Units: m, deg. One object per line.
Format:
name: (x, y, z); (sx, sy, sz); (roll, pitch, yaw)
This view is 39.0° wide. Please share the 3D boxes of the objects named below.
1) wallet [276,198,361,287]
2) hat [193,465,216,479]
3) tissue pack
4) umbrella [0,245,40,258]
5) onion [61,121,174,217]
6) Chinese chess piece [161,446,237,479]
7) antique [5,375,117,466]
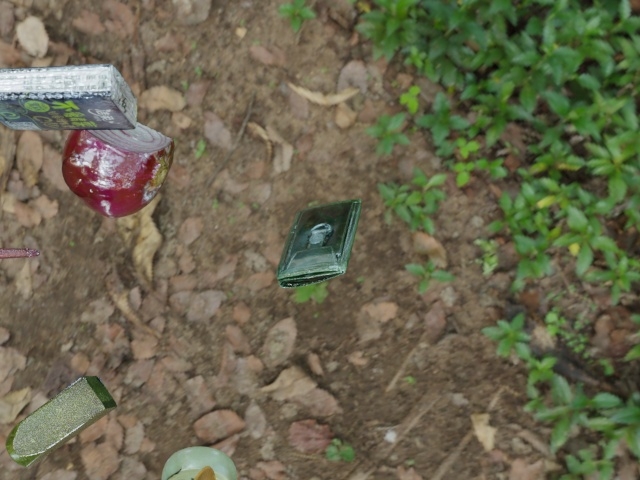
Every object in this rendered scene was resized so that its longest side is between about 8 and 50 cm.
wallet: (-0.001, -0.002, 1.916); (0.236, 0.160, 0.055); (-76, 147, -46)
hat: (-0.110, 0.518, 1.441); (0.233, 0.234, 0.244); (21, 20, -18)
tissue pack: (-0.447, -0.241, 1.548); (0.235, 0.173, 0.073); (-1, 79, 4)
umbrella: (-0.498, 0.018, 1.333); (0.165, 0.027, 0.025); (0, 65, -29)
onion: (-0.451, -0.148, 1.955); (0.216, 0.207, 0.206); (20, 29, 10)
Chinese chess piece: (-0.232, 0.457, 1.731); (0.144, 0.144, 0.058); (20, 37, -18)
antique: (-0.525, 0.365, 1.804); (0.220, 0.080, 0.081); (-36, 79, 1)
